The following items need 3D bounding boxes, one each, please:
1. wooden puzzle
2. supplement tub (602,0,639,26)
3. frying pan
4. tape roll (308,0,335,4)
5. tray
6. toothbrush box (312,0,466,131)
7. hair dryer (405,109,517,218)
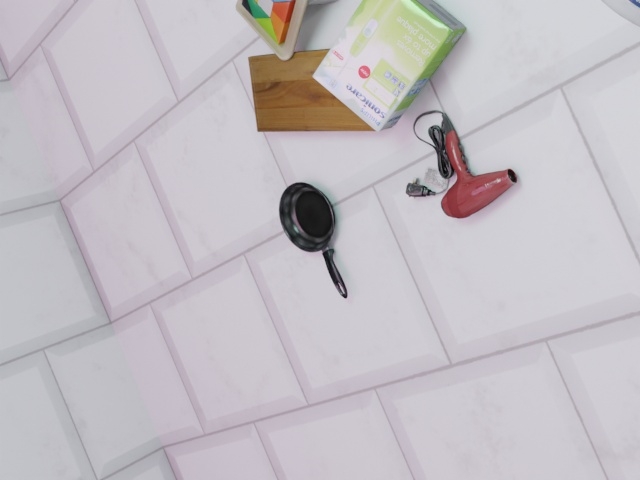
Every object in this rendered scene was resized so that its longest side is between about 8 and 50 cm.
[{"bbox_3d":[-0.125,-0.591,2.076,0.221,0.044,0.239,50,146,16],"label":"wooden puzzle"},{"bbox_3d":[0.617,-0.530,1.419,0.228,0.228,0.316,49,132,19],"label":"supplement tub"},{"bbox_3d":[0.010,-0.022,2.282,0.326,0.053,0.197,44,130,20],"label":"frying pan"},{"bbox_3d":[-0.027,-0.712,2.041,0.286,0.100,0.286,15,114,38],"label":"tape roll"},{"bbox_3d":[-0.010,-0.382,2.160,0.411,0.076,0.203,6,108,42],"label":"tray"},{"bbox_3d":[0.152,-0.421,1.901,0.206,0.122,0.283,42,119,8],"label":"toothbrush box"},{"bbox_3d":[0.312,-0.161,1.934,0.293,0.080,0.224,23,118,35],"label":"hair dryer"}]
